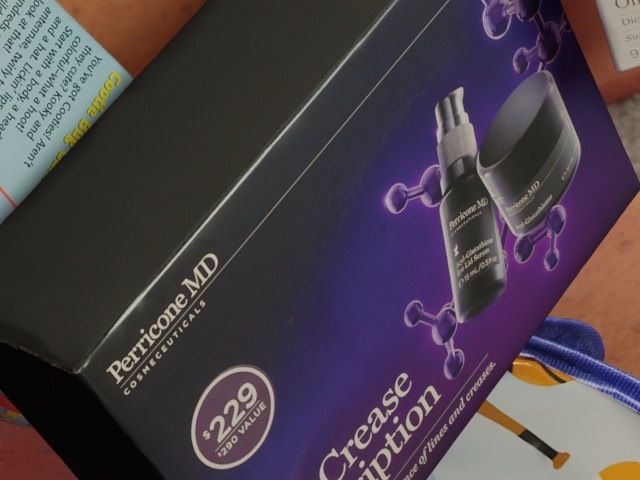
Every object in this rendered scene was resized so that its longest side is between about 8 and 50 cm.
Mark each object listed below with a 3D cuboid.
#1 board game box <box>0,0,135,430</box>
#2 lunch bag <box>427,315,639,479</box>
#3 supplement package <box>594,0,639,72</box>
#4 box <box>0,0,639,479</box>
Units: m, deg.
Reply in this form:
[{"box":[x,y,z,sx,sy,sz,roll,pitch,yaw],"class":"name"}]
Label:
[{"box":[-0.198,-0.061,0.690,0.142,0.144,0.275,5,147,49],"class":"board game box"},{"box":[0.098,0.226,0.925,0.385,0.239,0.328,30,132,4],"class":"lunch bag"},{"box":[0.133,-0.172,0.641,0.105,0.105,0.179,-15,131,15],"class":"supplement package"},{"box":[0.000,0.000,0.700,0.103,0.261,0.184,15,149,46],"class":"box"}]
